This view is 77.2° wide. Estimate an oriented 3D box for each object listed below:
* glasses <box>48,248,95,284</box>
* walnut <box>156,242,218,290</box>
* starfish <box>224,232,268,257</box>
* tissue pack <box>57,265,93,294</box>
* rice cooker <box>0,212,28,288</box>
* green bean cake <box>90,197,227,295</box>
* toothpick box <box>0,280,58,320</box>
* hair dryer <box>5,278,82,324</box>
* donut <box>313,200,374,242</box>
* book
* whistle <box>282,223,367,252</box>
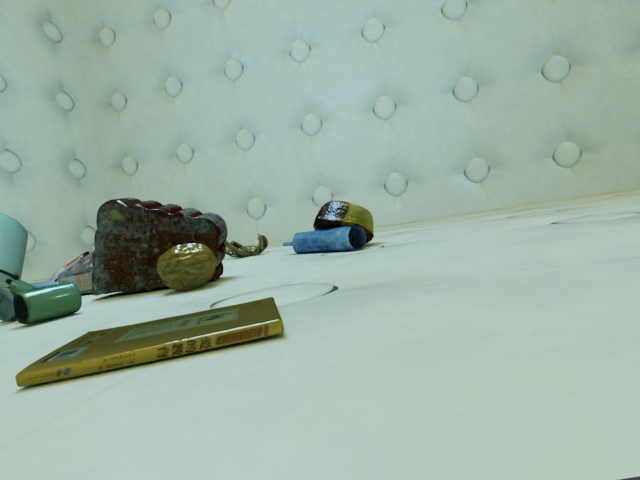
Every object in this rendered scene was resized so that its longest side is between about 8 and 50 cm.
[{"bbox_3d":[-0.652,0.104,1.083,0.162,0.095,0.255,-37,7,-6],"label":"glasses"},{"bbox_3d":[-0.218,0.044,0.662,0.096,0.082,0.079,-11,-25,-11],"label":"walnut"},{"bbox_3d":[-0.277,0.022,1.386,0.190,0.074,0.146,-9,1,8],"label":"starfish"},{"bbox_3d":[-0.485,0.082,0.902,0.148,0.060,0.108,-10,1,8],"label":"tissue pack"},{"bbox_3d":[-0.879,0.050,1.003,0.226,0.244,0.226,-8,-22,-3],"label":"rice cooker"},{"bbox_3d":[-0.297,0.026,0.752,0.232,0.198,0.097,7,11,-1],"label":"green bean cake"},{"bbox_3d":[-0.472,0.095,0.647,0.052,0.052,0.083,-8,2,14],"label":"toothpick box"},{"bbox_3d":[-0.422,0.074,0.582,0.150,0.047,0.071,15,13,29],"label":"hair dryer"},{"bbox_3d":[0.064,-0.047,1.054,0.166,0.073,0.184,13,-13,10],"label":"donut"},{"bbox_3d":[-0.118,0.074,0.322,0.172,0.012,0.118,-10,2,-9],"label":"book"},{"bbox_3d":[0.000,0.000,1.038,0.062,0.062,0.304,-10,3,-34],"label":"whistle"}]
